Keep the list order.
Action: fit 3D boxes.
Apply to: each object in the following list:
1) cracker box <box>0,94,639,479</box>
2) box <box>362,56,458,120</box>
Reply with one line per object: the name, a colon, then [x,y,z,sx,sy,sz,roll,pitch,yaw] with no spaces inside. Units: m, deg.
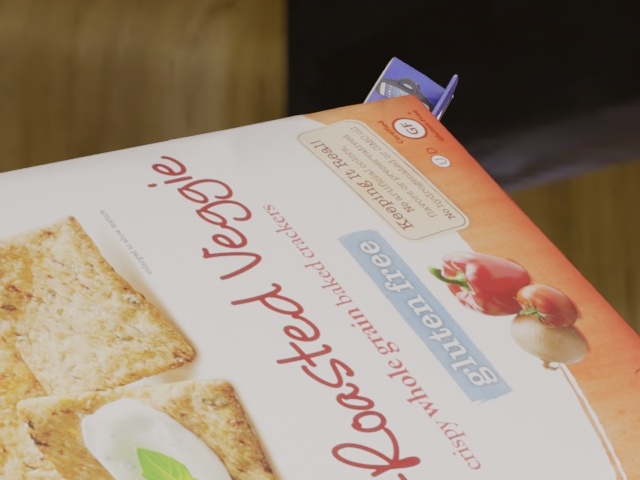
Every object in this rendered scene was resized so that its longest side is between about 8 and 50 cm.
cracker box: [-0.037,0.053,0.410,0.232,0.156,0.067,-14,137,-31]
box: [0.000,0.000,0.613,0.028,0.136,0.081,30,-146,0]
